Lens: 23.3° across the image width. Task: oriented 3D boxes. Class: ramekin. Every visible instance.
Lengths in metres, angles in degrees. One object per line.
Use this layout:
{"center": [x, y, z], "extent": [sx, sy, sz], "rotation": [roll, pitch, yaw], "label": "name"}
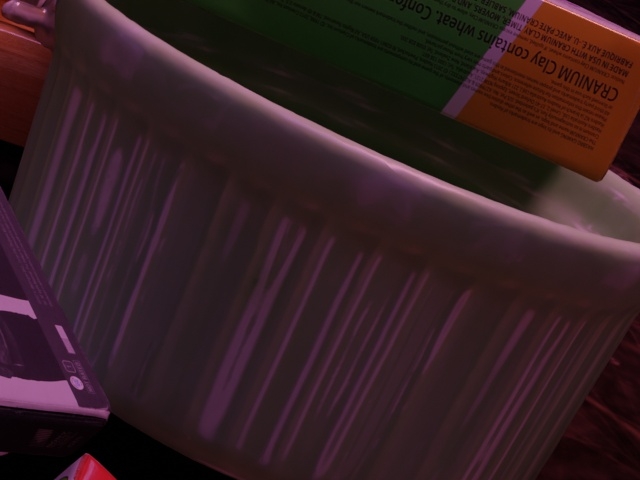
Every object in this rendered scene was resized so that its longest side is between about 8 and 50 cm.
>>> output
{"center": [0.000, 0.000, 0.715], "extent": [0.303, 0.148, 0.303], "rotation": [23, 14, -6], "label": "ramekin"}

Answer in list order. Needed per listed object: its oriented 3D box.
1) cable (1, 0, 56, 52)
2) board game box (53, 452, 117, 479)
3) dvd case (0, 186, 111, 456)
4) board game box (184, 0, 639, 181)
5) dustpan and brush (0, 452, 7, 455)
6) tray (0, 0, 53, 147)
{"center": [-0.056, -0.104, 0.902], "extent": [0.287, 0.072, 0.139], "rotation": [23, 4, -35], "label": "cable"}
{"center": [-0.026, 0.191, 0.348], "extent": [0.193, 0.053, 0.305], "rotation": [46, 13, -12], "label": "board game box"}
{"center": [-0.180, -0.023, 0.445], "extent": [0.239, 0.029, 0.179], "rotation": [16, 37, -53], "label": "dvd case"}
{"center": [0.037, -0.129, 0.807], "extent": [0.242, 0.064, 0.316], "rotation": [24, 12, 0], "label": "board game box"}
{"center": [-0.210, 0.036, 0.640], "extent": [0.211, 0.060, 0.147], "rotation": [27, 12, -7], "label": "dustpan and brush"}
{"center": [-0.282, -0.164, 0.941], "extent": [0.411, 0.076, 0.203], "rotation": [19, 25, -11], "label": "tray"}
